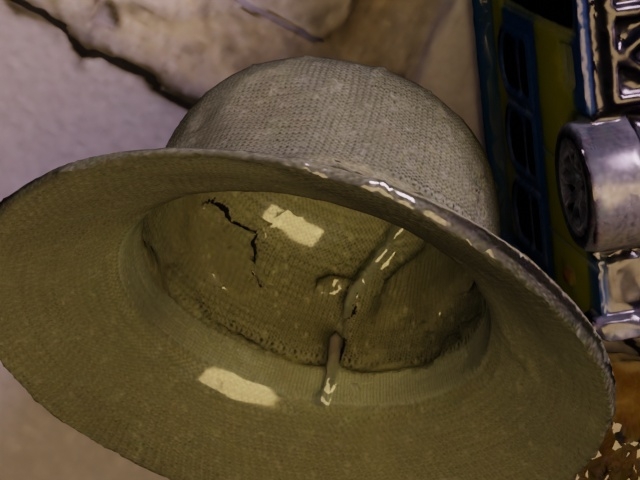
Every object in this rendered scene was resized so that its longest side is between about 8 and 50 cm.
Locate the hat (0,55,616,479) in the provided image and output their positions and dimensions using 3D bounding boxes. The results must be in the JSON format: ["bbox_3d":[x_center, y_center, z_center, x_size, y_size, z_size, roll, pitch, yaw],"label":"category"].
[{"bbox_3d":[0.000,0.000,0.741,0.257,0.257,0.130,30,53,-19],"label":"hat"}]

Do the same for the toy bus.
[{"bbox_3d":[0.141,-0.121,0.735,0.138,0.175,0.288,-9,106,-7],"label":"toy bus"}]

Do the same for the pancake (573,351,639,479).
[{"bbox_3d":[0.132,0.217,0.882,0.356,0.065,0.356,-3,106,-11],"label":"pancake"}]
